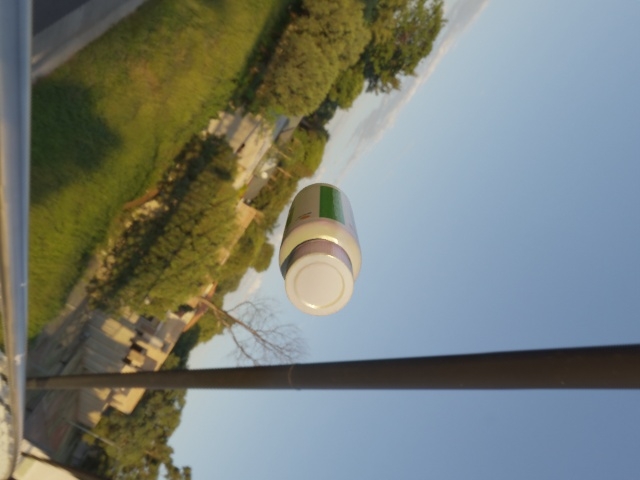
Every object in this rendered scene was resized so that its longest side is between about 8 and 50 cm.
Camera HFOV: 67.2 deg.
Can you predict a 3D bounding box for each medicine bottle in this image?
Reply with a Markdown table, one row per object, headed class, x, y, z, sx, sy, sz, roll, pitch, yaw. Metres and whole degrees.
| class | x | y | z | sx | sy | sz | roll | pitch | yaw |
| --- | --- | --- | --- | --- | --- | --- | --- | --- | --- |
| medicine bottle | 0.000 | 0.000 | 0.582 | 0.095 | 0.095 | 0.260 | -54 | -170 | 15 |
